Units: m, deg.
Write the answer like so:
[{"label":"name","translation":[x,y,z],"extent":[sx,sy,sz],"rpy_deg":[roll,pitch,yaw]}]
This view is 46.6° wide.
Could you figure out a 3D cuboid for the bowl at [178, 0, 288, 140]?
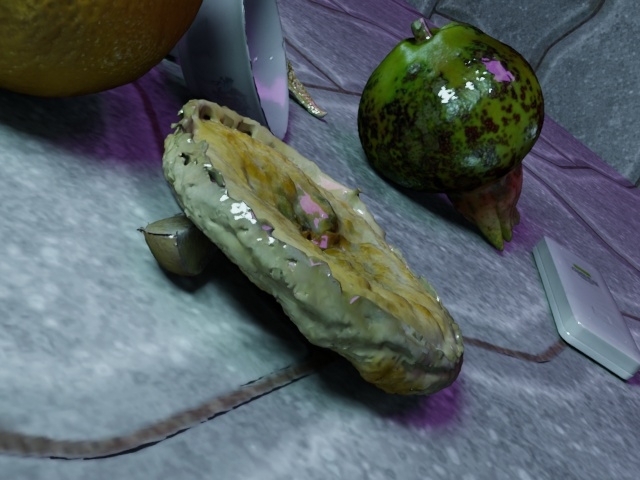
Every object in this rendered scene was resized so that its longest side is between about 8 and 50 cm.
[{"label":"bowl","translation":[-0.091,-0.188,0.748],"extent":[0.085,0.189,0.189],"rpy_deg":[-7,24,9]}]

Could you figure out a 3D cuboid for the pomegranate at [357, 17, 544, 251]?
[{"label":"pomegranate","translation":[0.182,-0.133,0.906],"extent":[0.276,0.204,0.222],"rpy_deg":[31,8,-19]}]

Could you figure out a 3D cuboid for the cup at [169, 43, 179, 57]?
[{"label":"cup","translation":[-0.181,-0.241,0.775],"extent":[0.116,0.074,0.104],"rpy_deg":[24,7,-34]}]

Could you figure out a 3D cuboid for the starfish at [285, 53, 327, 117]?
[{"label":"starfish","translation":[-0.061,-0.216,0.941],"extent":[0.176,0.053,0.208],"rpy_deg":[41,28,-12]}]

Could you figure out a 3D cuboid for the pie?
[{"label":"pie","translation":[0.000,0.000,0.537],"extent":[0.274,0.055,0.274],"rpy_deg":[41,16,-14]}]

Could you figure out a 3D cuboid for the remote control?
[{"label":"remote control","translation":[0.322,0.073,0.911],"extent":[0.103,0.034,0.250],"rpy_deg":[32,24,-7]}]

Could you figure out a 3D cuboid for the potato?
[{"label":"potato","translation":[-0.093,0.004,0.492],"extent":[0.037,0.036,0.093],"rpy_deg":[-2,10,11]}]

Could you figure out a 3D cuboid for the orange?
[{"label":"orange","translation":[-0.192,-0.225,0.515],"extent":[0.264,0.264,0.264],"rpy_deg":[29,24,-14]}]
